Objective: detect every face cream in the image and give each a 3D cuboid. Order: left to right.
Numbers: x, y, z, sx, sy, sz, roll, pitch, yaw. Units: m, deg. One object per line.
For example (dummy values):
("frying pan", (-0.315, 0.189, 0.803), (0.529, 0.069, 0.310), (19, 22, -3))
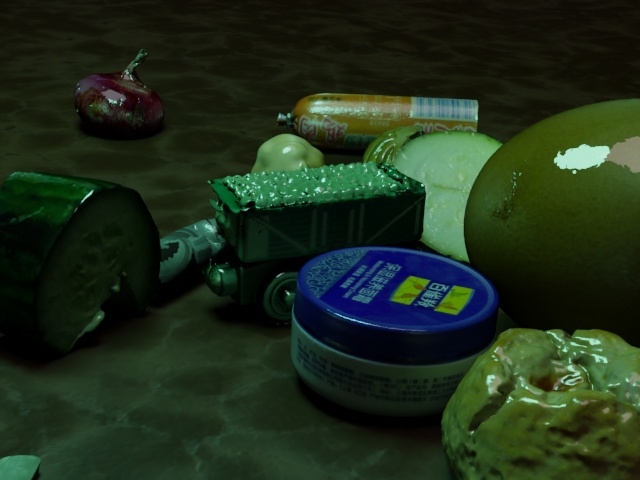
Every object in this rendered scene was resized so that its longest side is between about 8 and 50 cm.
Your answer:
("face cream", (0.073, 0.092, 1.234), (0.206, 0.111, 0.206), (3, 23, -1))

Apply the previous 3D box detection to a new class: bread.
("bread", (0.112, -0.125, 1.810), (0.094, 0.083, 0.157), (5, 21, 37))
("bread", (0.225, 0.161, 1.061), (0.244, 0.134, 0.244), (0, 24, 0))

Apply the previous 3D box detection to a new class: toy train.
("toy train", (0.000, 0.000, 1.390), (0.269, 0.154, 0.115), (-7, 27, -22))

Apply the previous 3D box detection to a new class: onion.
("onion", (-0.314, -0.244, 1.952), (0.150, 0.140, 0.150), (17, 26, -8))

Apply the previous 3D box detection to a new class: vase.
("vase", (-0.152, 0.011, 1.467), (0.060, 0.060, 0.211), (15, 26, 28))

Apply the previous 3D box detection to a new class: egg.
("egg", (0.327, -0.009, 1.281), (0.351, 0.282, 0.282), (8, 23, 7))

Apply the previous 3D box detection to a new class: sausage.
("sausage", (0.087, -0.183, 1.917), (0.312, 0.093, 0.093), (3, 23, 1))

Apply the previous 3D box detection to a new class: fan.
("fan", (-0.267, 0.231, 0.990), (0.038, 0.016, 0.193), (0, 22, 2))

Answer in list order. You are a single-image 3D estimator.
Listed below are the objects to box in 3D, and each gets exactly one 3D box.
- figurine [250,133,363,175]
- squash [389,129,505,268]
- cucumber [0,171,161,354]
("figurine", (0.000, -0.079, 1.676), (0.196, 0.108, 0.114), (14, 29, -21))
("squash", (0.185, -0.046, 1.537), (0.219, 0.041, 0.219), (7, 54, -10))
("cucumber", (-0.273, 0.016, 1.299), (0.130, 0.191, 0.191), (6, 22, 31))
